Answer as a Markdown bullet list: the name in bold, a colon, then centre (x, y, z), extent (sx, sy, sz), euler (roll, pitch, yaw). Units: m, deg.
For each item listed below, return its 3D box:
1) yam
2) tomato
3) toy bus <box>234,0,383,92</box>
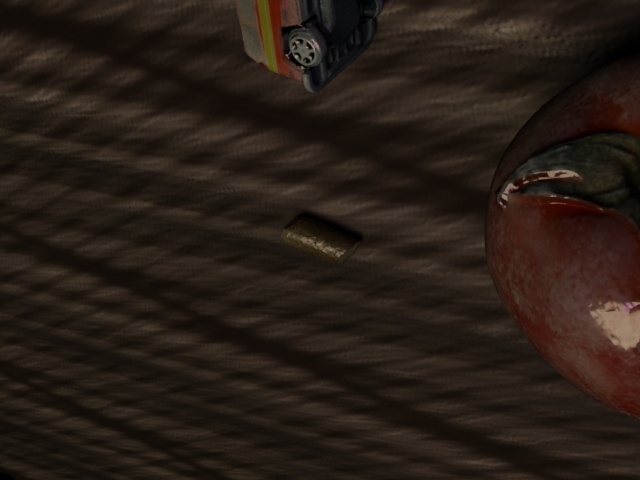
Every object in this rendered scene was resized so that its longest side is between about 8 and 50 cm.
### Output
- **yam**: centre (0.000, 0.000, 1.294), extent (0.094, 0.043, 0.043), euler (25, 140, 13)
- **tomato**: centre (0.298, -0.008, 0.872), extent (0.316, 0.317, 0.282), euler (8, 158, 28)
- **toy bus**: centre (-0.024, -0.280, 0.971), extent (0.120, 0.121, 0.265), euler (22, 140, 29)
